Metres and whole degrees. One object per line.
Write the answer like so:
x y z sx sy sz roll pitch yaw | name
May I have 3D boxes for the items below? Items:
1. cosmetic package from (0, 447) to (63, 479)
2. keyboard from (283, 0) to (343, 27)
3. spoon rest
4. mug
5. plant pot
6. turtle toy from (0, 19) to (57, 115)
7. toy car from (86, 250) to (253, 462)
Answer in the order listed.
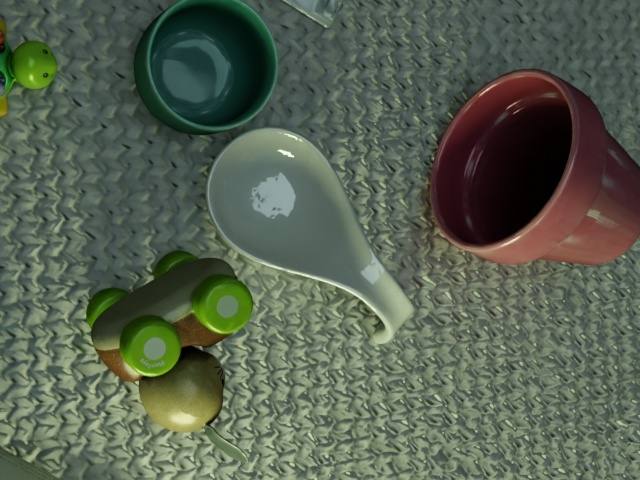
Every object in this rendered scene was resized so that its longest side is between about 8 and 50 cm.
-0.390 0.339 0.881 0.217 0.156 0.385 37 88 -18 | cosmetic package
0.034 -0.356 1.145 0.072 0.014 0.256 27 81 -14 | keyboard
0.000 0.000 1.098 0.276 0.084 0.137 44 76 -17 | spoon rest
-0.109 -0.179 1.046 0.129 0.097 0.158 40 77 -16 | mug
0.249 -0.059 1.146 0.180 0.201 0.201 20 83 -36 | plant pot
-0.310 -0.163 0.985 0.130 0.066 0.095 -2 91 -21 | turtle toy
-0.120 0.124 1.024 0.149 0.155 0.188 -30 110 -18 | toy car
